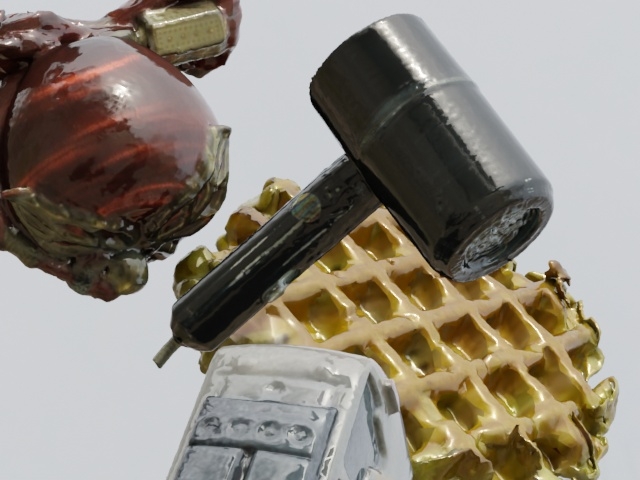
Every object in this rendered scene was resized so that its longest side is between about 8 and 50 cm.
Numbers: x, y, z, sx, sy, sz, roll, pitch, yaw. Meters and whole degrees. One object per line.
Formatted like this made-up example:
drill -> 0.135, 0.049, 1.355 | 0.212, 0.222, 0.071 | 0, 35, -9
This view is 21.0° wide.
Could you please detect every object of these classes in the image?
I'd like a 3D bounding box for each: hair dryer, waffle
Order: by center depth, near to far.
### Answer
hair dryer -> 0.000, 0.000, 0.859 | 0.124, 0.219, 0.071 | 57, 15, 24
waffle -> 0.058, 0.061, 1.180 | 0.325, 0.302, 0.068 | 21, -54, -11

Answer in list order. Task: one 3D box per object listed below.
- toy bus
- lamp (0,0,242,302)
toy bus -> -0.043, 0.194, 0.729 | 0.097, 0.342, 0.138 | 3, -45, 17
lamp -> -0.128, -0.076, 1.133 | 0.151, 0.215, 0.223 | -14, -91, 65
